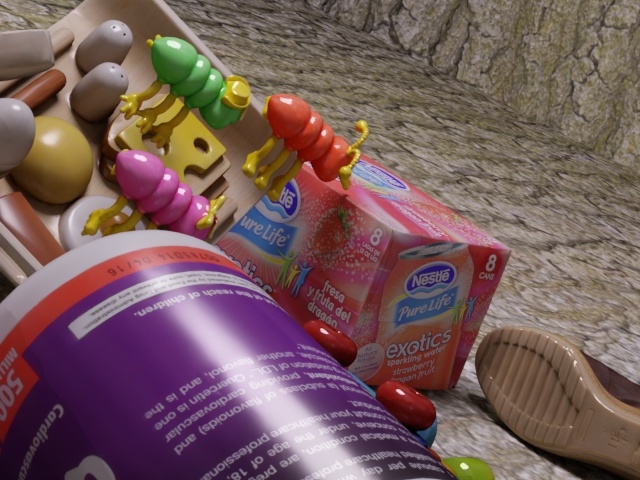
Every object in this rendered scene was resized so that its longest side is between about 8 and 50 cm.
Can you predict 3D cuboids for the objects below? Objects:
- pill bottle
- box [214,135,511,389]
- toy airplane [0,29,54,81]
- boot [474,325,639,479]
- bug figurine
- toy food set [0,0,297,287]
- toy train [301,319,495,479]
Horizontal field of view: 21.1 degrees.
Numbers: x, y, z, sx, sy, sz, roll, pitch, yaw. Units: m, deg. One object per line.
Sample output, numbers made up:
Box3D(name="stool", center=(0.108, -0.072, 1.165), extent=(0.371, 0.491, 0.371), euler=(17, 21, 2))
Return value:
Box3D(name="pill bottle", center=(-0.033, 0.143, 0.820), extent=(0.181, 0.181, 0.323), euler=(8, 25, -43))
Box3D(name="box", center=(0.000, 0.000, 1.508), extent=(0.154, 0.142, 0.300), euler=(9, 19, -42))
Box3D(name="toy airplane", center=(-0.401, -0.091, 0.985), extent=(0.384, 0.272, 0.386), euler=(6, 21, 25))
Box3D(name="boot", center=(0.266, 0.164, 1.474), extent=(0.248, 0.090, 0.207), euler=(31, 5, 39))
Box3D(name="bug figurine", center=(-0.063, -0.037, 1.275), extent=(0.216, 0.072, 0.279), euler=(39, 45, -27))
Box3D(name="toy food set", center=(-0.159, -0.070, 1.297), extent=(0.220, 0.092, 0.306), euler=(46, 42, -3))
Box3D(name="toy train", center=(0.067, 0.158, 1.138), extent=(0.143, 0.105, 0.248), euler=(26, 7, -45))
